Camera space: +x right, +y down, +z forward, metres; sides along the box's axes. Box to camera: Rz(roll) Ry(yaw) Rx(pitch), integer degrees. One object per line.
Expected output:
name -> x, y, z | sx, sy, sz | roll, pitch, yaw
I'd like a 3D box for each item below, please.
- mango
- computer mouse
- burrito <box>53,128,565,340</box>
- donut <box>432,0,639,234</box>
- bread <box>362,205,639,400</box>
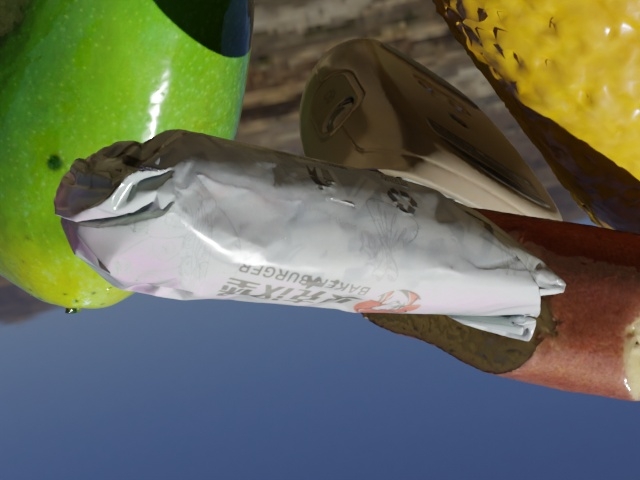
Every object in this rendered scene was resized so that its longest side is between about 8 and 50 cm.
mango -> -0.151, -0.135, 1.050 | 0.201, 0.381, 0.225 | -1, -151, -24
computer mouse -> 0.058, -0.040, 0.913 | 0.145, 0.082, 0.236 | 30, -162, -24
burrito -> 0.000, -0.001, 0.568 | 0.203, 0.064, 0.064 | 10, 171, -34
donut -> 0.115, -0.188, 0.861 | 0.163, 0.377, 0.435 | -36, -165, 11
bread -> 0.109, 0.025, 0.702 | 0.192, 0.067, 0.119 | 10, -170, -6
